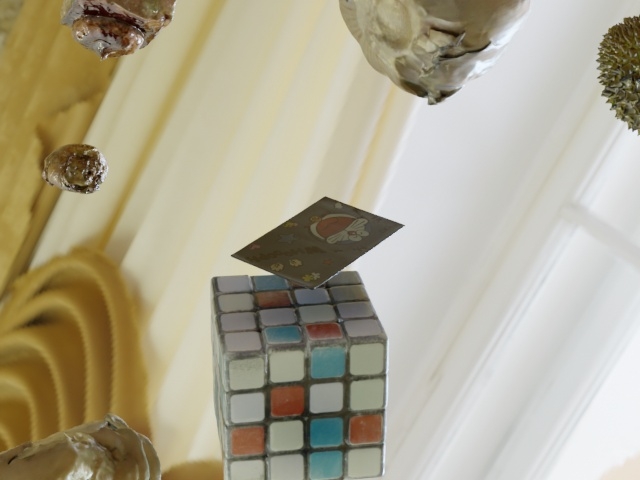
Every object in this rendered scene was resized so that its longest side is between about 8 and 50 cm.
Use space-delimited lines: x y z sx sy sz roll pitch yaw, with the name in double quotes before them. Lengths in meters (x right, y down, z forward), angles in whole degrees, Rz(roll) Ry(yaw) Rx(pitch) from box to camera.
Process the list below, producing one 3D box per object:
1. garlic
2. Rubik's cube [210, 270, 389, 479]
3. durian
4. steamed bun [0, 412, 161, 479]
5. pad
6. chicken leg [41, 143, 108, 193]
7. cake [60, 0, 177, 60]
"garlic" 0.150 -0.364 1.760 0.322 0.322 0.241 35 -156 25
"Rubik's cube" -0.040 0.212 1.928 0.253 0.256 0.259 -4 -155 -10
"durian" 0.449 -0.191 1.480 0.237 0.138 0.193 -12 124 44
"steamed bun" -0.388 0.381 1.628 0.372 0.325 0.230 -16 -92 -57
"pad" 0.000 0.000 1.940 0.170 0.006 0.245 22 -143 32
"chicken leg" -0.433 -0.125 2.199 0.107 0.087 0.251 11 177 -5
"cake" -0.377 -0.484 2.290 0.196 0.293 0.199 16 164 -23
